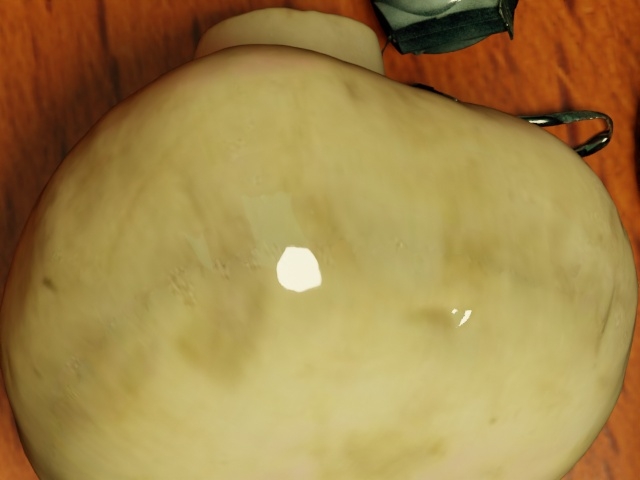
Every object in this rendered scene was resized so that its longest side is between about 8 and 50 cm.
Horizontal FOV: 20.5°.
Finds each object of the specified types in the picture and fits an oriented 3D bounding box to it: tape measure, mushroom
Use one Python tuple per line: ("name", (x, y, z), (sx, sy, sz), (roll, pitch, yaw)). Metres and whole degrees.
("tape measure", (0.110, -0.127, 1.168), (0.180, 0.104, 0.107), (46, 35, -33))
("mushroom", (0.000, 0.020, 0.983), (0.353, 0.325, 0.353), (0, 82, 2))

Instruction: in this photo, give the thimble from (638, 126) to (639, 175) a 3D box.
("thimble", (0.316, -0.060, 1.117), (0.237, 0.150, 0.237), (1, 81, -4))
